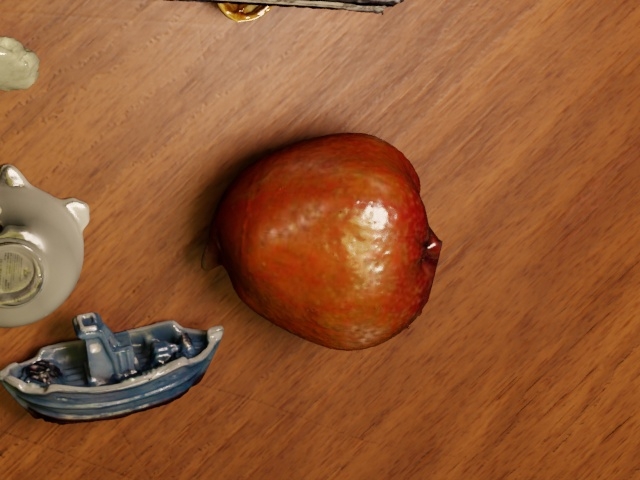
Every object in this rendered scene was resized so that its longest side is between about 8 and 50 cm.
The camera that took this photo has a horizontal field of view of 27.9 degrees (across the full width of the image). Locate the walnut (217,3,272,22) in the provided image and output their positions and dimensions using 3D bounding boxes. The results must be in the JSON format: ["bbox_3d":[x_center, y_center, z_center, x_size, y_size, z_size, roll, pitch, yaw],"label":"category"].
[{"bbox_3d":[-0.099,-0.340,1.683,0.091,0.052,0.121,20,86,-17],"label":"walnut"}]

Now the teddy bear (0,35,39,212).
[{"bbox_3d":[-0.502,-0.255,1.568,0.327,0.362,0.375,2,153,1],"label":"teddy bear"}]

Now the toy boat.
[{"bbox_3d":[-0.281,0.161,1.756,0.309,0.129,0.142,-10,125,-14],"label":"toy boat"}]

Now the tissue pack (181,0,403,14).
[{"bbox_3d":[-0.074,-0.423,1.603,0.361,0.122,0.259,0,90,-14],"label":"tissue pack"}]

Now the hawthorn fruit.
[{"bbox_3d":[0.014,-0.009,1.720,0.311,0.295,0.295,26,100,2],"label":"hawthorn fruit"}]

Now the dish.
[{"bbox_3d":[-0.421,0.026,1.697,0.228,0.086,0.236,33,96,-23],"label":"dish"}]
